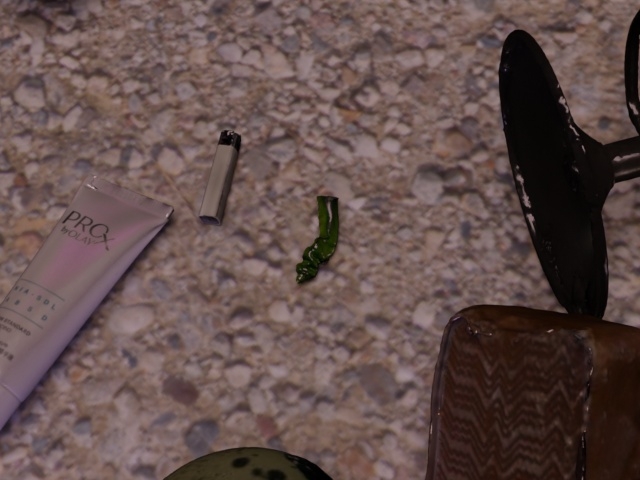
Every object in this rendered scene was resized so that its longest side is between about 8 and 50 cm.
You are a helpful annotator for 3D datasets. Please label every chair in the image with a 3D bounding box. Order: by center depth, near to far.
[{"bbox_3d":[0.354,-0.090,0.820,0.401,0.226,0.226,-13,66,0],"label":"chair"}]

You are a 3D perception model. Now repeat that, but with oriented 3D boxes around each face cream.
[{"bbox_3d":[-0.221,0.052,0.918,0.092,0.058,0.243,23,65,20],"label":"face cream"}]

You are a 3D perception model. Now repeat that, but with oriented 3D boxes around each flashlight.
[{"bbox_3d":[-0.086,-0.055,0.964,0.018,0.018,0.083,8,68,11],"label":"flashlight"}]

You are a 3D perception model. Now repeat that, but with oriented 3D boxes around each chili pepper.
[{"bbox_3d":[0.000,0.000,0.931,0.027,0.022,0.083,25,67,-19],"label":"chili pepper"}]

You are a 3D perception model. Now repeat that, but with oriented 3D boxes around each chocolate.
[{"bbox_3d":[0.150,0.155,0.760,0.093,0.148,0.214,2,94,-36],"label":"chocolate"}]

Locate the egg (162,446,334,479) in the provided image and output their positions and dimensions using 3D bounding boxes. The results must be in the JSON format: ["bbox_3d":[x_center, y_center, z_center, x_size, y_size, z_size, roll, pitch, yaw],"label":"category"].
[{"bbox_3d":[-0.063,0.249,0.748,0.177,0.177,0.228,29,87,17],"label":"egg"}]
